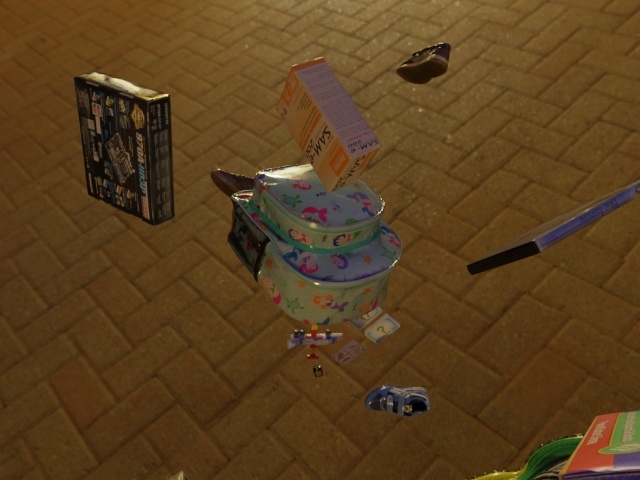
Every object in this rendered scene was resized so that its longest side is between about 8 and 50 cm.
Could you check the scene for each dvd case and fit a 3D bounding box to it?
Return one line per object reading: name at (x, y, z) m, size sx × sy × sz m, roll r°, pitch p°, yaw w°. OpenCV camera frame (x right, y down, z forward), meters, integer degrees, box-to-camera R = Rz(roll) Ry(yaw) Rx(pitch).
dvd case at (0.368, -0.021, 0.923) m, size 0.253 × 0.180 × 0.022 m, roll -26°, pitch 85°, yaw -21°

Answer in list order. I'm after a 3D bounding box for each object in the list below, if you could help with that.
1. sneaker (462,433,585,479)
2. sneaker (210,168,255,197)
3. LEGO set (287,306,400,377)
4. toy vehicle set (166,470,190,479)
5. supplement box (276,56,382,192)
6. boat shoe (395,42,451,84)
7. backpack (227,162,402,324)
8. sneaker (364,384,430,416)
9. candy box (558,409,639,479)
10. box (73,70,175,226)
sneaker at (0.370, 0.435, 0.963) m, size 0.344 × 0.134 × 0.146 m, roll -35°, pitch 20°, yaw 19°
sneaker at (-0.188, -0.131, 1.491) m, size 0.066 × 0.188 × 0.071 m, roll -2°, pitch 55°, yaw 54°
LEGO set at (0.044, 0.234, 1.415) m, size 0.244 × 0.182 × 0.060 m, roll -41°, pitch 27°, yaw 17°
toy vehicle set at (-0.172, 0.528, 0.984) m, size 0.035 × 0.266 × 0.166 m, roll -30°, pitch 21°, yaw -4°
supplement box at (0.005, -0.101, 0.526) m, size 0.036 × 0.062 × 0.098 m, roll -25°, pitch 75°, yaw -27°
boat shoe at (0.190, -0.320, 1.081) m, size 0.049 × 0.056 × 0.152 m, roll -62°, pitch 24°, yaw -4°
backpack at (0.000, 0.000, 0.932) m, size 0.225 × 0.191 × 0.253 m, roll -14°, pitch 52°, yaw -33°
sneaker at (0.168, 0.347, 1.284) m, size 0.144 × 0.053 × 0.059 m, roll -3°, pitch 19°, yaw -4°
candy box at (0.244, 0.263, 0.336) m, size 0.122 × 0.268 × 0.317 m, roll -15°, pitch 74°, yaw 27°
box at (-0.325, -0.153, 0.997) m, size 0.175 × 0.220 × 0.051 m, roll 22°, pitch 34°, yaw 27°
